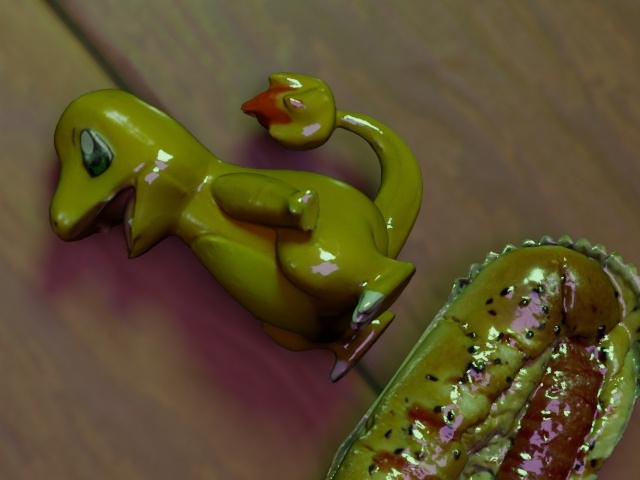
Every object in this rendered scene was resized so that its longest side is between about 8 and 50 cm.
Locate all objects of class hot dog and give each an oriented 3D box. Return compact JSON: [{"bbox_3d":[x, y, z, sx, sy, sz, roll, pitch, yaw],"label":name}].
[{"bbox_3d":[0.076,0.112,0.713,0.131,0.069,0.252,29,82,-10],"label":"hot dog"}]

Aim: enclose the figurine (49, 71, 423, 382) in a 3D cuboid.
[{"bbox_3d":[-0.034,-0.027,0.682,0.176,0.121,0.122,24,66,1],"label":"figurine"}]
